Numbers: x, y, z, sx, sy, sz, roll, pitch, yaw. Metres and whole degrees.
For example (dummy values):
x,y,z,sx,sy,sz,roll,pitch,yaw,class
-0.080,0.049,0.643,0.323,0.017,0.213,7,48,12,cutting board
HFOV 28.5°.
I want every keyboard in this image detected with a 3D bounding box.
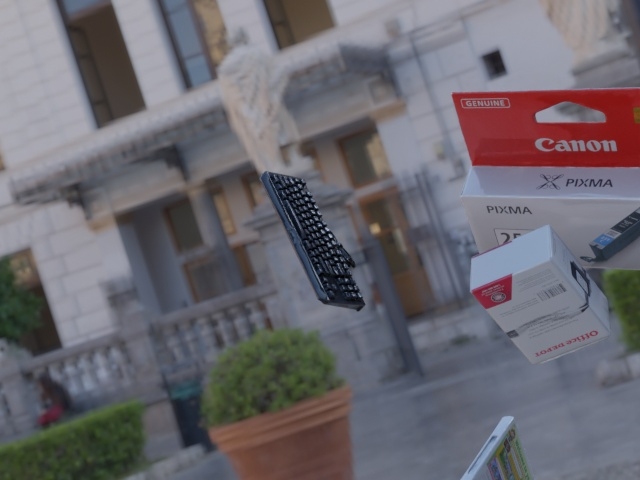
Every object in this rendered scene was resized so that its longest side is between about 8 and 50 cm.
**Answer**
x,y,z,sx,sy,sz,roll,pitch,yaw,class
0.000,0.000,1.443,0.023,0.180,0.108,-37,-27,24,keyboard

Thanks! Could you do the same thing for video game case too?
x,y,z,sx,sy,sz,roll,pitch,yaw,class
0.273,0.405,1.890,0.023,0.212,0.193,-4,27,37,video game case

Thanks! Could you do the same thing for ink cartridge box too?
x,y,z,sx,sy,sz,roll,pitch,yaw,class
0.321,-0.071,1.577,0.296,0.261,0.066,2,49,25,ink cartridge box
0.263,0.067,1.503,0.109,0.150,0.063,-25,36,26,ink cartridge box
